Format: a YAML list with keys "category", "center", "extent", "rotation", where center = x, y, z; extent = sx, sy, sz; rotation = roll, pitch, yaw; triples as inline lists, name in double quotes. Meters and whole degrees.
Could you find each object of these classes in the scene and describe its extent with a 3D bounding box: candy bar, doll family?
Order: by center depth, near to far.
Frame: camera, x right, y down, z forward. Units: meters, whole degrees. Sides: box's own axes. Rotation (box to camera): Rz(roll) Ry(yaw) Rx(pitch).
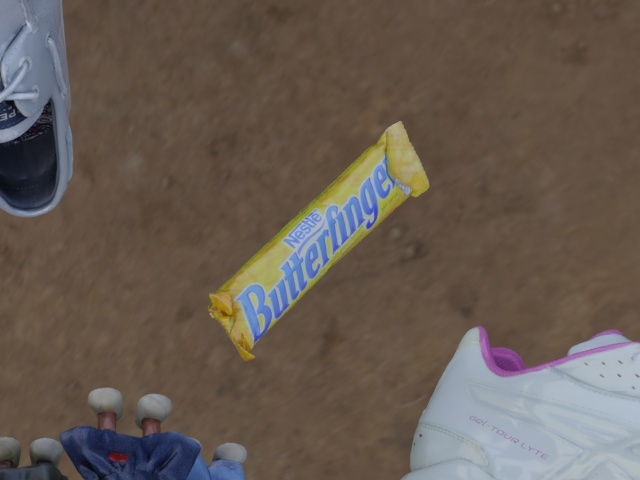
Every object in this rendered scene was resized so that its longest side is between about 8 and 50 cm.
- category: "doll family"
  center: [-0.102, 0.129, 0.829]
  extent: [0.193, 0.076, 0.111]
  rotation: [-2, 39, -8]
- category: "candy bar"
  center: [0.000, 0.000, 0.899]
  extent: [0.161, 0.018, 0.040]
  rotation: [-44, 118, -37]

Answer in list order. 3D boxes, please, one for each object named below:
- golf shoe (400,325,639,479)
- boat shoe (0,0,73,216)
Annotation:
- category: "golf shoe"
  center: [0.179, 0.110, 0.932]
  extent: [0.306, 0.115, 0.140]
  rotation: [3, 67, 28]
- category: "boat shoe"
  center: [-0.127, -0.066, 0.708]
  extent: [0.066, 0.184, 0.063]
  rotation: [-12, 66, -12]
